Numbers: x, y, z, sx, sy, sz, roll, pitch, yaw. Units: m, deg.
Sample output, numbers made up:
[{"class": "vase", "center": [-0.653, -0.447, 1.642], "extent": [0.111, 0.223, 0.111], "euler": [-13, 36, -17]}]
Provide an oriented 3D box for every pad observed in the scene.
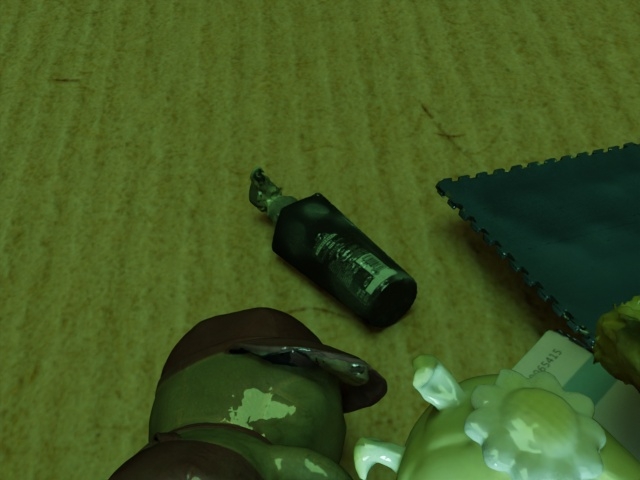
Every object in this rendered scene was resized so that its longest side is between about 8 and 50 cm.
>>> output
[{"class": "pad", "center": [0.278, -0.007, 0.834], "extent": [0.269, 0.012, 0.269], "euler": [-10, 38, -21]}]

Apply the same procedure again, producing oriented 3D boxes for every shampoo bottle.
[{"class": "shampoo bottle", "center": [0.001, 0.000, 0.867], "extent": [0.057, 0.064, 0.207], "euler": [-22, 44, -32]}]

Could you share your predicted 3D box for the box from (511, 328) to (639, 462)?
[{"class": "box", "center": [0.137, 0.222, 0.618], "extent": [0.200, 0.065, 0.343], "euler": [31, 55, 33]}]

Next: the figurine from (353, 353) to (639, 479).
[{"class": "figurine", "center": [0.196, 0.186, 0.482], "extent": [0.394, 0.227, 0.274], "euler": [34, 30, -1]}]

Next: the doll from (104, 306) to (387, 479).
[{"class": "doll", "center": [-0.054, 0.152, 0.652], "extent": [0.196, 0.152, 0.256], "euler": [-5, 32, 15]}]

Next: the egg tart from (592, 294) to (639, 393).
[{"class": "egg tart", "center": [0.299, 0.089, 0.541], "extent": [0.294, 0.295, 0.116], "euler": [29, 96, 31]}]
